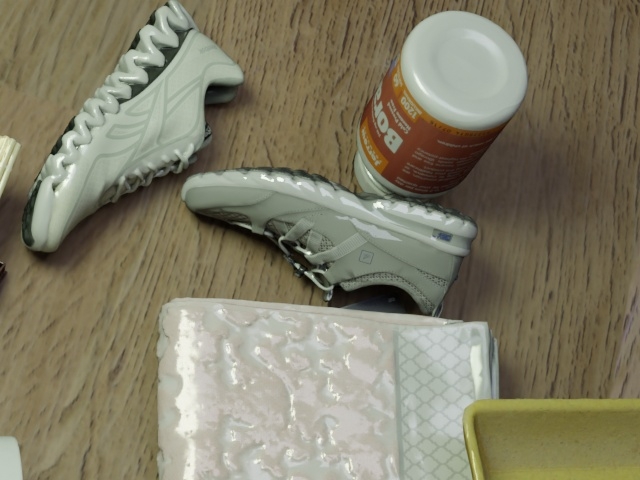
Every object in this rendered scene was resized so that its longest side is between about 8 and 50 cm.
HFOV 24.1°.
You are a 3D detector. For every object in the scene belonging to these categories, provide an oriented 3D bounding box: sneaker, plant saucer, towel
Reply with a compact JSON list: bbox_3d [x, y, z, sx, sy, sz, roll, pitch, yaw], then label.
[{"bbox_3d":[0.000,0.000,1.406,0.281,0.105,0.115,14,96,6],"label":"sneaker"},{"bbox_3d":[0.280,0.304,1.288,0.332,0.081,0.333,2,61,-24],"label":"plant saucer"},{"bbox_3d":[0.012,0.217,1.321,0.316,0.053,0.332,3,69,-12],"label":"towel"},{"bbox_3d":[-0.173,-0.095,1.406,0.118,0.110,0.292,37,61,-8],"label":"sneaker"}]

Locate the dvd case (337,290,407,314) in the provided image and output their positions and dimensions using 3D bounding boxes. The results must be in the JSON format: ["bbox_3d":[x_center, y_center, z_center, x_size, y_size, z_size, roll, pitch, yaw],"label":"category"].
[{"bbox_3d":[0.040,0.168,1.392,0.164,0.018,0.221,-16,72,-22],"label":"dvd case"}]

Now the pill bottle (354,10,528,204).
[{"bbox_3d":[0.105,-0.114,1.428,0.121,0.216,0.121,7,64,-14],"label":"pill bottle"}]

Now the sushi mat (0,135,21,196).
[{"bbox_3d":[-0.383,0.031,1.281,0.151,0.019,0.317,21,77,-6],"label":"sushi mat"}]

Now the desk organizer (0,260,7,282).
[{"bbox_3d":[-0.345,0.008,1.331,0.130,0.050,0.047,28,62,-3],"label":"desk organizer"}]

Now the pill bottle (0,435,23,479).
[{"bbox_3d":[-0.370,0.220,1.169,0.264,0.153,0.153,-1,67,-16],"label":"pill bottle"}]
